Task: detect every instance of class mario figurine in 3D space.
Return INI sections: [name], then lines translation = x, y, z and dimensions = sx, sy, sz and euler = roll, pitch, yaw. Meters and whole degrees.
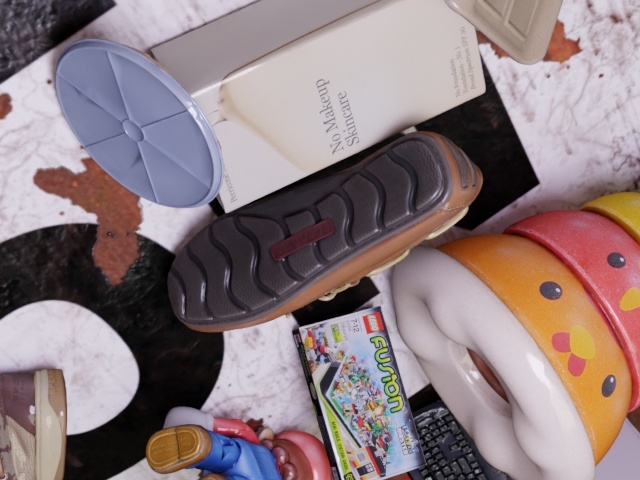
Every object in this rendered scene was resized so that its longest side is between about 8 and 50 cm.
[mario figurine]
translation = -0.108, 0.315, 1.545
dimensions = 0.320, 0.170, 0.198
euler = 27, 69, -61

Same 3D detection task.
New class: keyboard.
[keyboard]
translation = 0.168, 0.370, 1.797
dimensions = 0.201, 0.033, 0.317
euler = -26, 122, 7

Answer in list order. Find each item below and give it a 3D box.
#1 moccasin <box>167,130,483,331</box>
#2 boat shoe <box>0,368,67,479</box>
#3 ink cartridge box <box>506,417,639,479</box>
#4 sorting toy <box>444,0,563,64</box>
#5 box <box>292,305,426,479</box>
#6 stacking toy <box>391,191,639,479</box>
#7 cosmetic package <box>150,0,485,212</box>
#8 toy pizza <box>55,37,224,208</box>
[moccasin]
translation = -0.001, -0.003, 1.366
dimensions = 0.380, 0.139, 0.147
euler = -32, 160, 19
[boat shoe]
translation = -0.368, 0.300, 1.454
dimensions = 0.123, 0.123, 0.342
euler = 2, 120, -18
[ink cartridge box]
translation = 0.419, 0.436, 1.904
dimensions = 0.198, 0.197, 0.270
euler = -23, 132, -10
[sorting toy]
translation = 0.214, -0.350, 1.257
dimensions = 0.229, 0.041, 0.307
euler = 15, 93, -60
[box]
translation = 0.048, 0.195, 1.548
dimensions = 0.114, 0.207, 0.036
euler = -15, 174, -18
[stacking toy]
translation = 0.357, 0.049, 1.522
dimensions = 0.479, 0.350, 0.351
euler = -34, 133, -14
[cosmetic package]
translation = 0.002, -0.175, 1.286
dimensions = 0.309, 0.113, 0.160
euler = -27, 132, -8
[toy pizza]
translation = -0.172, -0.115, 1.207
dimensions = 0.032, 0.201, 0.201
euler = -50, 142, -33
